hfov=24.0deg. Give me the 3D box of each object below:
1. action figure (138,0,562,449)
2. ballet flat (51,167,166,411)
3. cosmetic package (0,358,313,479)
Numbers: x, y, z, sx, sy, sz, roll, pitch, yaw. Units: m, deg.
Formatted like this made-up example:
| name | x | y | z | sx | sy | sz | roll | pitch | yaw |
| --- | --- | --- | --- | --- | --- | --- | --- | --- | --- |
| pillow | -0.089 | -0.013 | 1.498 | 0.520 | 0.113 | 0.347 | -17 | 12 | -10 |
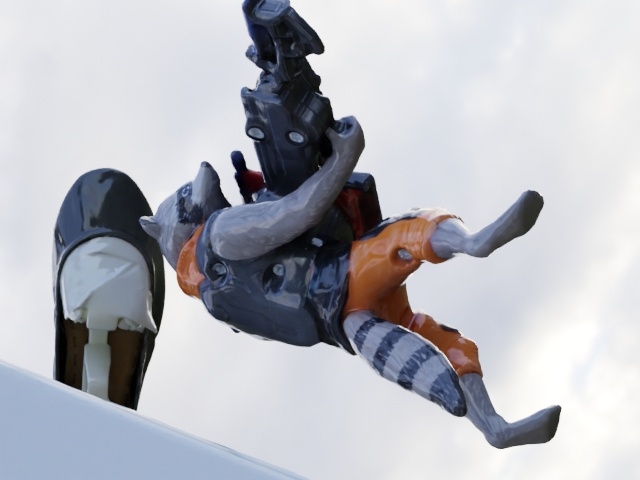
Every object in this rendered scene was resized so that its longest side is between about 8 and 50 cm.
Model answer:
| name | x | y | z | sx | sy | sz | roll | pitch | yaw |
| --- | --- | --- | --- | --- | --- | --- | --- | --- | --- |
| action figure | 0.000 | 0.000 | 1.093 | 0.178 | 0.330 | 0.341 | -51 | -42 | -31 |
| ballet flat | -0.174 | 0.083 | 1.232 | 0.095 | 0.096 | 0.280 | 1 | -81 | -11 |
| cosmetic package | -0.170 | 0.321 | 0.748 | 0.394 | 0.327 | 0.329 | -45 | -46 | -34 |
